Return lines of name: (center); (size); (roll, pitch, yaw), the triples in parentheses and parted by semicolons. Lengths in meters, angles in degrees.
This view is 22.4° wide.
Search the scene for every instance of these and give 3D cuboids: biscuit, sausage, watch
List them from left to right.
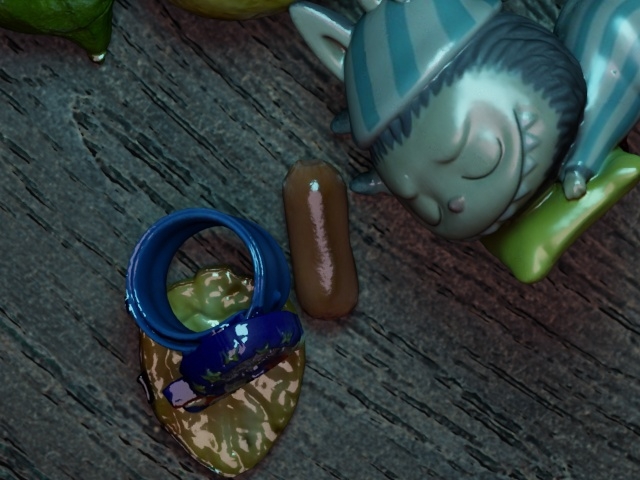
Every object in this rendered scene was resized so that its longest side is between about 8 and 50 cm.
watch: (-0.126, 0.069, 1.827); (0.196, 0.171, 0.200); (-27, 79, 4)
biscuit: (-0.117, 0.157, 1.928); (0.202, 0.041, 0.260); (-5, 101, -2)
sausage: (0.000, 0.000, 1.882); (0.077, 0.077, 0.194); (-7, 102, 1)

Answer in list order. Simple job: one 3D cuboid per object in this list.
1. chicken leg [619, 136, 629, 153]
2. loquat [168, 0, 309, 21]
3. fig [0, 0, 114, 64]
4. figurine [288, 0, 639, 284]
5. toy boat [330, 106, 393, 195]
chicken leg: (0.323, -0.155, 1.878); (0.062, 0.037, 0.145); (-11, 102, 15)
loquat: (-0.079, -0.371, 1.732); (0.283, 0.276, 0.276); (-24, 100, -21)
fig: (-0.284, -0.300, 1.795); (0.203, 0.203, 0.235); (-40, 128, 6)
figurine: (0.169, -0.202, 1.661); (0.377, 0.266, 0.361); (42, 82, -22)
toy boat: (0.120, -0.125, 1.859); (0.207, 0.079, 0.134); (-15, 97, 4)
